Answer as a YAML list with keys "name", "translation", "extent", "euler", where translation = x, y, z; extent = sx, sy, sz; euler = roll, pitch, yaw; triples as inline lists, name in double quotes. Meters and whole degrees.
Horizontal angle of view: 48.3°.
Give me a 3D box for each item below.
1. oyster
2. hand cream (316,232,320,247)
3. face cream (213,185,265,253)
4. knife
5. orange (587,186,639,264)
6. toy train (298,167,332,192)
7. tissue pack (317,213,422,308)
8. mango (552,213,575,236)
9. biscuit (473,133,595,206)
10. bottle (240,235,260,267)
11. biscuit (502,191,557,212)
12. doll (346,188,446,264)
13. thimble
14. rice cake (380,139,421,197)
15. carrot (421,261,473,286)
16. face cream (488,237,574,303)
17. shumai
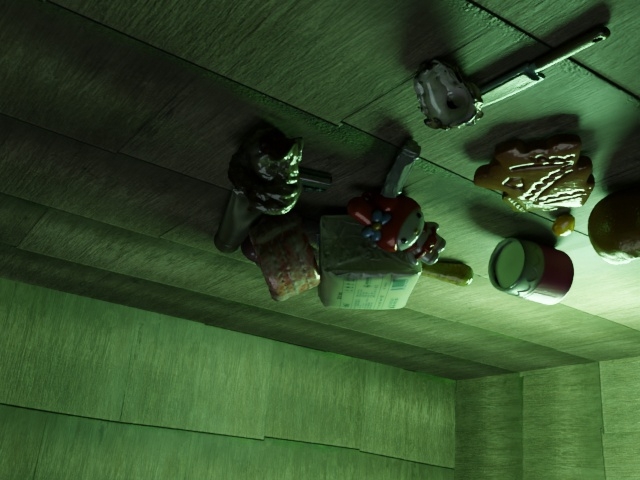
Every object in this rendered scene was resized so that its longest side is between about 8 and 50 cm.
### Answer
- name: "oyster"
  translation: [0.247, -0.283, 1.402]
  extent: [0.163, 0.081, 0.191]
  euler: [38, 150, -8]
- name: "hand cream"
  translation: [0.000, 0.000, 2.269]
  extent: [0.030, 0.019, 0.093]
  euler: [4, 157, -1]
- name: "face cream"
  translation: [-0.232, -0.065, 2.081]
  extent: [0.137, 0.084, 0.341]
  euler: [15, 150, -17]
- name: "knife"
  translation: [0.395, -0.310, 1.346]
  extent: [0.061, 0.027, 0.343]
  euler: [15, 158, -34]
- name: "orange"
  translation: [0.771, -0.040, 1.754]
  extent: [0.237, 0.179, 0.158]
  euler: [-9, 158, 36]
- name: "toy train"
  translation: [-0.043, -0.156, 1.838]
  extent: [0.148, 0.038, 0.071]
  euler: [11, 159, -17]
- name: "tissue pack"
  translation: [0.137, 0.070, 2.149]
  extent: [0.297, 0.207, 0.380]
  euler: [1, 160, -3]
- name: "mango"
  translation: [0.671, -0.045, 1.961]
  extent: [0.060, 0.046, 0.089]
  euler: [5, 147, -5]
- name: "biscuit"
  translation: [0.528, -0.145, 1.675]
  extent: [0.306, 0.043, 0.284]
  euler: [26, 148, -30]
- name: "bottle"
  translation: [-0.146, 0.045, 2.286]
  extent: [0.120, 0.120, 0.253]
  euler: [-13, 151, 39]
- name: "biscuit"
  translation: [0.579, -0.114, 1.809]
  extent: [0.226, 0.036, 0.166]
  euler: [-10, 153, 35]
- name: "doll"
  translation: [0.204, -0.044, 1.908]
  extent: [0.290, 0.161, 0.130]
  euler: [34, 175, -18]
- name: "thimble"
  translation: [-0.100, 0.042, 2.048]
  extent: [0.162, 0.239, 0.239]
  euler: [-19, 160, -6]
- name: "rice cake"
  translation: [0.194, -0.168, 1.737]
  extent: [0.055, 0.049, 0.270]
  euler: [27, 159, 5]
- name: "carrot"
  translation: [0.361, 0.091, 2.373]
  extent: [0.298, 0.078, 0.078]
  euler: [12, 159, -3]
- name: "face cream"
  translation: [0.629, 0.091, 2.139]
  extent: [0.195, 0.175, 0.175]
  euler: [13, 158, -23]
- name: "shumai"
  translation: [-0.105, -0.179, 1.673]
  extent: [0.184, 0.218, 0.185]
  euler: [37, 107, -13]
